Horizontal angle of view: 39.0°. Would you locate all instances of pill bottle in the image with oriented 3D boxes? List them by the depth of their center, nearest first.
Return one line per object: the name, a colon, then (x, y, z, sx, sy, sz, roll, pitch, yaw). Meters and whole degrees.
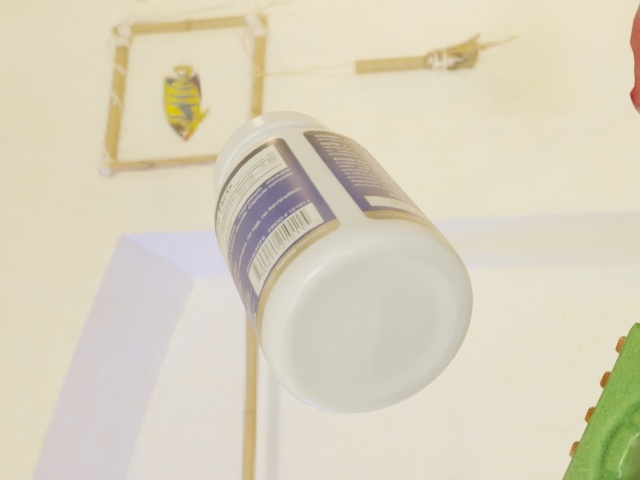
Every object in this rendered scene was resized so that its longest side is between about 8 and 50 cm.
pill bottle: (0.000, 0.000, 0.715, 0.264, 0.153, 0.153, -121, 19, -57)

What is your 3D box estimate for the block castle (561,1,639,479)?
block castle: (0.196, 0.113, 0.479, 0.303, 0.213, 0.453, 22, -88, -47)
